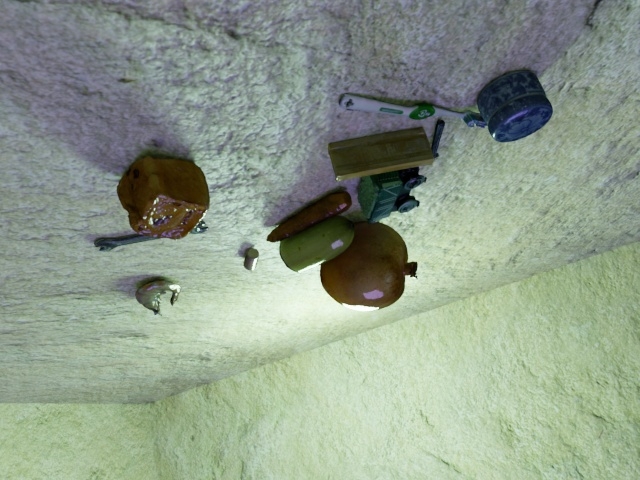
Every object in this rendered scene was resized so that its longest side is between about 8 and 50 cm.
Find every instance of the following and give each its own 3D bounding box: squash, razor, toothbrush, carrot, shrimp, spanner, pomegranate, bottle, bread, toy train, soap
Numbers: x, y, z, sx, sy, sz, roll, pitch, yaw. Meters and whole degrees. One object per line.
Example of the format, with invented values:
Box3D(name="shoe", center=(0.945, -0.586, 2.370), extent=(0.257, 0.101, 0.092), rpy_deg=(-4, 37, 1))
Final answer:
Box3D(name="squash", center=(0.000, 0.000, 1.729), extent=(0.132, 0.133, 0.247), rpy_deg=(6, 155, -45))
Box3D(name="razor", center=(0.295, -0.249, 1.472), extent=(0.066, 0.033, 0.190), rpy_deg=(-14, 159, -6))
Box3D(name="toothbrush", center=(0.219, -0.295, 1.301), extent=(0.417, 0.040, 0.042), rpy_deg=(2, 138, -29))
Box3D(name="carrot", center=(-0.045, -0.063, 1.674), extent=(0.314, 0.066, 0.066), rpy_deg=(-25, 158, 32))
Box3D(name="shrimp", center=(-0.542, 0.187, 1.954), extent=(0.145, 0.059, 0.254), rpy_deg=(-24, 155, -6))
Box3D(name="spanner", center=(-0.455, -0.012, 1.557), extent=(0.301, 0.018, 0.071), rpy_deg=(-12, 159, -13))
Box3D(name="pomegranate", center=(0.156, 0.088, 1.840), extent=(0.318, 0.320, 0.319), rpy_deg=(-14, 159, -5))
Box3D(name="bottle", center=(-0.225, 0.061, 1.872), extent=(0.045, 0.045, 0.096), rpy_deg=(-8, 158, -19))
Box3D(name="bread", center=(-0.339, -0.097, 1.247), extent=(0.149, 0.143, 0.158), rpy_deg=(-37, 152, 30))
Box3D(name="toy train", center=(0.194, -0.142, 1.558), extent=(0.154, 0.115, 0.269), rpy_deg=(-18, 161, -10))
Box3D(name="soap", center=(0.147, -0.209, 1.381), extent=(0.251, 0.092, 0.037), rpy_deg=(-12, 161, -10))

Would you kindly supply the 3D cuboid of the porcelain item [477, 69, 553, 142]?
Box3D(name="porcelain item", center=(0.450, -0.304, 1.325), extent=(0.147, 0.114, 0.147), rpy_deg=(-15, 160, -5))
